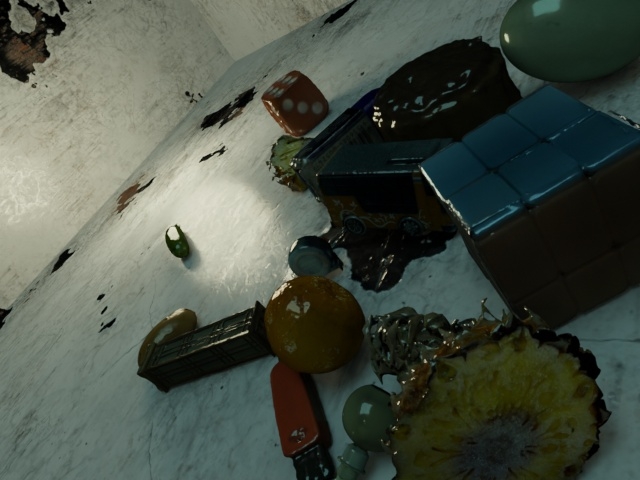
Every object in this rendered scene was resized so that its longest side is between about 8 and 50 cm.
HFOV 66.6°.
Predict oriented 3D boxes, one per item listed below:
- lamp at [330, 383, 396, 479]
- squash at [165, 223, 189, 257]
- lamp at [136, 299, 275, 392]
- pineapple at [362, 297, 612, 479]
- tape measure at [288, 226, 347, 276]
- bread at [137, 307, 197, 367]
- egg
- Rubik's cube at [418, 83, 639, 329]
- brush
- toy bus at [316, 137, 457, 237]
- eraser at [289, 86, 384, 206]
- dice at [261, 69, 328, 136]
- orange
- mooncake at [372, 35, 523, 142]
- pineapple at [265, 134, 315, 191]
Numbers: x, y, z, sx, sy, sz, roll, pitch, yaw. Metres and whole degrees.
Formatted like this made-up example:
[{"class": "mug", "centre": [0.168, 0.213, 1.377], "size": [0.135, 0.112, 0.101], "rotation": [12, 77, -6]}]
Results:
[{"class": "lamp", "centre": [0.056, 0.285, 0.674], "size": [0.091, 0.091, 0.163], "rotation": [18, 78, 55]}, {"class": "squash", "centre": [-0.484, -0.002, 1.627], "size": [0.066, 0.066, 0.252], "rotation": [-42, 30, -5]}, {"class": "lamp", "centre": [-0.239, 0.231, 1.038], "size": [0.326, 0.089, 0.090], "rotation": [-23, 34, 23]}, {"class": "pineapple", "centre": [0.156, 0.163, 0.614], "size": [0.262, 0.262, 0.271], "rotation": [-40, 19, -1]}, {"class": "tape measure", "centre": [-0.003, 0.001, 1.076], "size": [0.104, 0.107, 0.179], "rotation": [-17, 37, 37]}, {"class": "bread", "centre": [-0.381, 0.240, 1.194], "size": [0.114, 0.077, 0.189], "rotation": [9, 52, 46]}, {"class": "egg", "centre": [0.507, -0.420, 0.971], "size": [0.283, 0.202, 0.202], "rotation": [3, 45, 15]}, {"class": "Rubik's cube", "centre": [0.311, -0.046, 0.690], "size": [0.225, 0.221, 0.231], "rotation": [-32, 31, 12]}, {"class": "brush", "centre": [-0.044, 0.268, 0.818], "size": [0.070, 0.051, 0.323], "rotation": [-38, 30, 6]}, {"class": "toy bus", "centre": [0.145, -0.109, 0.977], "size": [0.275, 0.167, 0.138], "rotation": [5, 43, 34]}, {"class": "eraser", "centre": [0.081, -0.248, 1.264], "size": [0.332, 0.155, 0.101], "rotation": [-44, 30, -9]}, {"class": "dice", "centre": [-0.091, -0.494, 1.750], "size": [0.174, 0.179, 0.175], "rotation": [-41, 28, -3]}, {"class": "orange", "centre": [-0.010, 0.142, 0.831], "size": [0.155, 0.178, 0.177], "rotation": [-48, 29, 11]}, {"class": "mooncake", "centre": [0.277, -0.306, 1.105], "size": [0.324, 0.187, 0.324], "rotation": [-25, 34, 18]}, {"class": "pineapple", "centre": [-0.063, -0.237, 1.470], "size": [0.186, 0.114, 0.236], "rotation": [-33, 41, 9]}]
